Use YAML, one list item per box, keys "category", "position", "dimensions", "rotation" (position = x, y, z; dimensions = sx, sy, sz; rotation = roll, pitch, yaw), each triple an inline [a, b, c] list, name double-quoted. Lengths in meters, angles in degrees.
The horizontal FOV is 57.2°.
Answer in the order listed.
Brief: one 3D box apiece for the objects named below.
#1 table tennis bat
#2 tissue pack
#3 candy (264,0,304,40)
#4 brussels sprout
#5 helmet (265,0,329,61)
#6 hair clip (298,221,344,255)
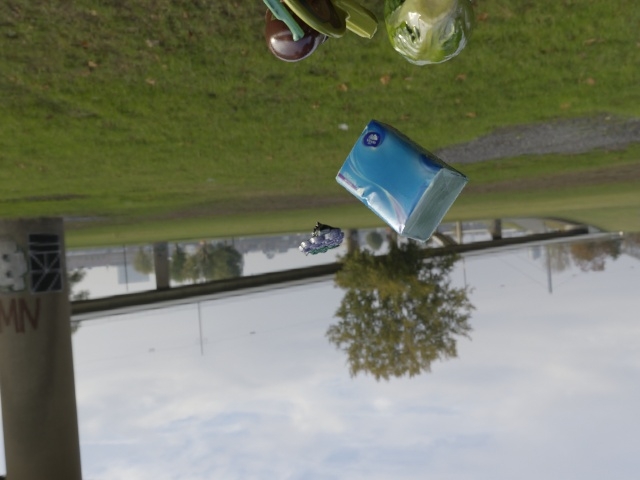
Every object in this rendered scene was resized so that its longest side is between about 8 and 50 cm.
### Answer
- category: "table tennis bat"
  position: [0.008, -0.473, 1.147]
  dimensions: [0.054, 0.224, 0.369]
  rotation: [-33, 160, 30]
- category: "tissue pack"
  position: [0.195, -0.152, 1.469]
  dimensions: [0.146, 0.198, 0.263]
  rotation: [11, -153, -47]
- category: "candy"
  position: [-0.144, -0.466, 0.917]
  dimensions: [0.119, 0.119, 0.440]
  rotation: [-4, 155, 32]
- category: "brussels sprout"
  position: [0.268, -0.546, 1.440]
  dimensions: [0.210, 0.219, 0.271]
  rotation: [-16, -173, 6]
- category: "helmet"
  position: [-0.061, -0.497, 1.436]
  dimensions: [0.175, 0.106, 0.155]
  rotation: [3, 152, 17]
- category: "hair clip"
  position: [0.000, -0.002, 1.563]
  dimensions: [0.124, 0.052, 0.195]
  rotation: [-10, 163, -4]
